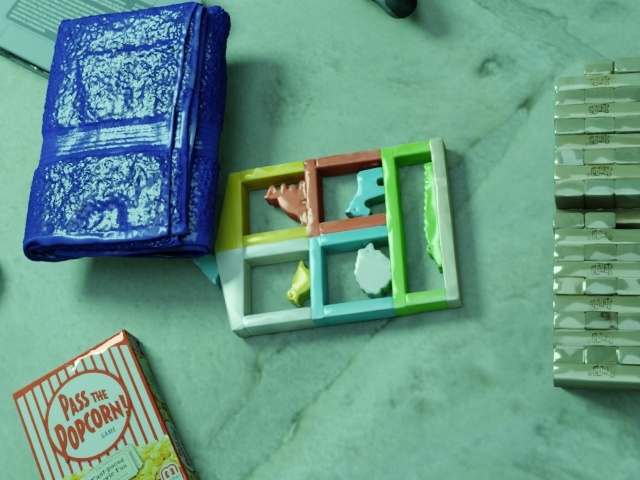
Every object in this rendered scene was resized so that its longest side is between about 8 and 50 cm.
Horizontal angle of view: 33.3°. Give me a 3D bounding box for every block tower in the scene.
[{"bbox_3d":[0.278,-0.011,1.060,0.091,0.097,0.335,-1,66,17],"label":"block tower"}]

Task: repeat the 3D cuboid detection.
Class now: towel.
[{"bbox_3d":[-0.221,-0.127,1.213,0.228,0.076,0.308,-2,68,15],"label":"towel"}]

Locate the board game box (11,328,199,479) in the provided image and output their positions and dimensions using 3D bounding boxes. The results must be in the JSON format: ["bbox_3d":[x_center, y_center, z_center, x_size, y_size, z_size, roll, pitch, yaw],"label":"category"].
[{"bbox_3d":[-0.230,0.214,1.146,0.147,0.045,0.193,-31,63,3],"label":"board game box"}]

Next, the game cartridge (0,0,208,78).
[{"bbox_3d":[-0.289,-0.286,1.368,0.294,0.060,0.196,28,82,24],"label":"game cartridge"}]

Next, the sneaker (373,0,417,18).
[{"bbox_3d":[0.033,-0.325,1.286,0.098,0.083,0.223,-41,56,21],"label":"sneaker"}]

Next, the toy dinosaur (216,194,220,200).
[{"bbox_3d":[-0.166,-0.054,1.243,0.090,0.047,0.082,-9,47,25],"label":"toy dinosaur"}]

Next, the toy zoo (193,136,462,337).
[{"bbox_3d":[0.000,0.000,1.173,0.293,0.030,0.192,-8,66,13],"label":"toy zoo"}]
